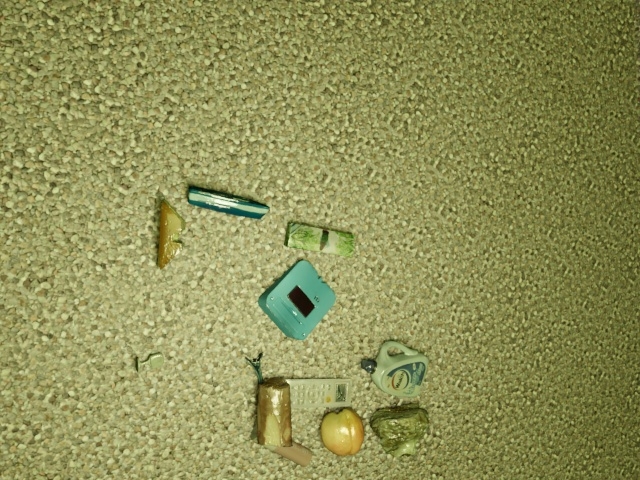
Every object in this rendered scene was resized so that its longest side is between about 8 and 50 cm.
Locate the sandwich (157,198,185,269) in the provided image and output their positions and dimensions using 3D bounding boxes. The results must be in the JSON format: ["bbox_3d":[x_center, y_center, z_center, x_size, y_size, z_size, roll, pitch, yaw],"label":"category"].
[{"bbox_3d":[-0.514,-0.020,1.557,0.088,0.090,0.245,4,93,-17],"label":"sandwich"}]

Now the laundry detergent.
[{"bbox_3d":[0.302,0.533,1.885,0.280,0.105,0.215,22,87,-18],"label":"laundry detergent"}]

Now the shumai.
[{"bbox_3d":[0.337,0.807,1.875,0.255,0.189,0.219,-2,93,-14],"label":"shumai"}]

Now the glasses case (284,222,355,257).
[{"bbox_3d":[0.000,0.000,1.757,0.271,0.062,0.096,10,91,-20],"label":"glasses case"}]

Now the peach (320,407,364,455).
[{"bbox_3d":[0.090,0.766,1.793,0.184,0.184,0.185,-2,95,-19],"label":"peach"}]

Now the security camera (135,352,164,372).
[{"bbox_3d":[-0.602,0.429,1.589,0.092,0.058,0.058,-2,95,-32],"label":"security camera"}]

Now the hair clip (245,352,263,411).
[{"bbox_3d":[-0.239,0.550,1.728,0.070,0.039,0.230,-10,99,-20],"label":"hair clip"}]

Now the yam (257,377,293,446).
[{"bbox_3d":[-0.169,0.640,1.667,0.129,0.128,0.239,5,79,-29],"label":"yam"}]

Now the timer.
[{"bbox_3d":[-0.086,0.231,1.753,0.250,0.091,0.232,-45,106,-23],"label":"timer"}]

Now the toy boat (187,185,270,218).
[{"bbox_3d":[-0.328,-0.131,1.616,0.298,0.096,0.062,12,101,-22],"label":"toy boat"}]

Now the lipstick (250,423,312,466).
[{"bbox_3d":[-0.151,0.802,1.761,0.254,0.070,0.070,36,82,-19],"label":"lipstick"}]

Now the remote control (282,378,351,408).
[{"bbox_3d":[-0.023,0.609,1.804,0.312,0.055,0.110,7,81,-23],"label":"remote control"}]
